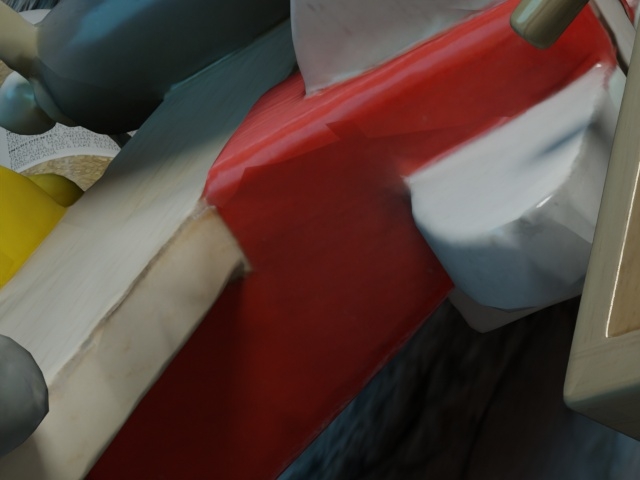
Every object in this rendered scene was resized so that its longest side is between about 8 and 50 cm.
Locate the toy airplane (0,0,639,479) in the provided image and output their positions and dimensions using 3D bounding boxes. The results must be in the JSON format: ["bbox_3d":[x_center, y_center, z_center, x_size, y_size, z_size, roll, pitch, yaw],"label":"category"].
[{"bbox_3d":[-0.074,0.002,0.602,0.384,0.272,0.386,-53,4,-13],"label":"toy airplane"}]

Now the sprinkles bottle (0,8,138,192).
[{"bbox_3d":[-0.126,-0.018,1.004,0.121,0.121,0.355,-62,20,13],"label":"sprinkles bottle"}]

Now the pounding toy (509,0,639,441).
[{"bbox_3d":[0.124,-0.050,0.405,0.181,0.094,0.206,-25,45,57],"label":"pounding toy"}]
